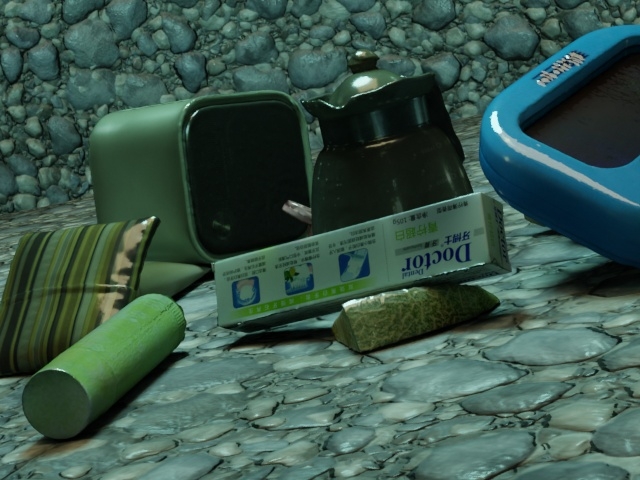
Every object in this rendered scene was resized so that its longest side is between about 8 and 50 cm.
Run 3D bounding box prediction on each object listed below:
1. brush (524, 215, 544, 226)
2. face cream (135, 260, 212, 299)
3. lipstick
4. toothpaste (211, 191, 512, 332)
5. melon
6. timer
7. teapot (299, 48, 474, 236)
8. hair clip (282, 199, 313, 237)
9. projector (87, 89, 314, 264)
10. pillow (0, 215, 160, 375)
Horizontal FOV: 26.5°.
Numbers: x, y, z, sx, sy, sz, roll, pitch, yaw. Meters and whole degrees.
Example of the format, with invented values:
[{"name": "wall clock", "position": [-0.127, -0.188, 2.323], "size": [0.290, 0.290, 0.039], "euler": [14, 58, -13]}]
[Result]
[{"name": "brush", "position": [0.389, -0.100, 1.742], "size": [0.266, 0.174, 0.166], "euler": [-5, -1, -7]}, {"name": "face cream", "position": [-0.250, 0.061, 1.844], "size": [0.137, 0.084, 0.341], "euler": [-7, 3, 11]}, {"name": "lipstick", "position": [-0.215, 0.122, 1.404], "size": [0.076, 0.076, 0.304], "euler": [-10, 9, 14]}, {"name": "toothpaste", "position": [0.039, 0.030, 1.466], "size": [0.336, 0.081, 0.067], "euler": [-15, -18, 28]}, {"name": "melon", "position": [0.106, 0.075, 1.413], "size": [0.182, 0.054, 0.098], "euler": [-13, -6, -8]}, {"name": "timer", "position": [0.363, -0.108, 1.509], "size": [0.309, 0.115, 0.340], "euler": [31, 50, 31]}, {"name": "teapot", "position": [0.112, -0.118, 1.786], "size": [0.305, 0.285, 0.223], "euler": [-18, 11, -29]}, {"name": "hair clip", "position": [-0.003, 0.011, 1.961], "size": [0.138, 0.102, 0.123], "euler": [20, 7, -9]}, {"name": "projector", "position": [-0.182, -0.093, 2.095], "size": [0.248, 0.248, 0.249], "euler": [-11, 6, -41]}, {"name": "pillow", "position": [-0.304, 0.067, 1.627], "size": [0.212, 0.052, 0.208], "euler": [-7, 51, 26]}]
